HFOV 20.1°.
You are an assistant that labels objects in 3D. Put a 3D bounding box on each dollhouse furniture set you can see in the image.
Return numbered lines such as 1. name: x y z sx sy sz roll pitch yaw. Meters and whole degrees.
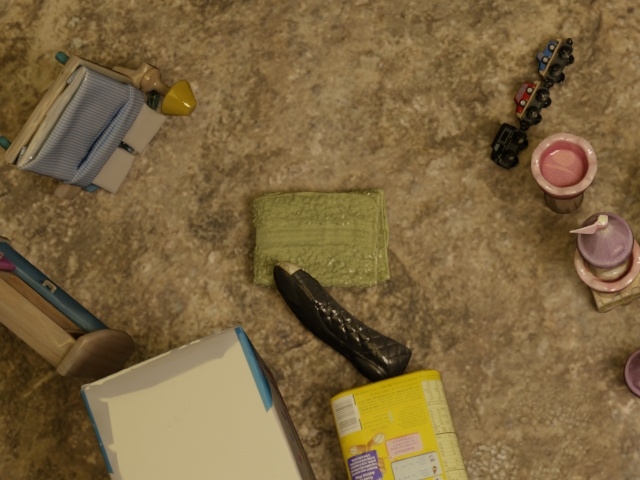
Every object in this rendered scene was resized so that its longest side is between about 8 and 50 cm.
1. dollhouse furniture set: -0.239 -0.042 1.825 0.198 0.286 0.303 37 95 15

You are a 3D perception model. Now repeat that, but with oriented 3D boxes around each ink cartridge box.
1. ink cartridge box: -0.107 0.211 1.769 0.168 0.232 0.171 -23 73 0

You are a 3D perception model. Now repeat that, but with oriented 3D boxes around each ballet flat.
1. ballet flat: 0.019 0.081 1.878 0.173 0.057 0.049 43 63 3

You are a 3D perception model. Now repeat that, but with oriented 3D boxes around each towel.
1. towel: 0.000 0.000 1.915 0.148 0.027 0.110 -2 77 7

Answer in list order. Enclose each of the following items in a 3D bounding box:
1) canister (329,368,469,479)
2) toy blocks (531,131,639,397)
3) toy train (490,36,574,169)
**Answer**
1. canister: 0.085 0.226 1.821 0.126 0.073 0.170 -15 73 4
2. toy blocks: 0.383 -0.007 1.742 0.289 0.260 0.309 -20 74 2
3. toy train: 0.224 -0.149 1.923 0.036 0.027 0.158 26 81 24
